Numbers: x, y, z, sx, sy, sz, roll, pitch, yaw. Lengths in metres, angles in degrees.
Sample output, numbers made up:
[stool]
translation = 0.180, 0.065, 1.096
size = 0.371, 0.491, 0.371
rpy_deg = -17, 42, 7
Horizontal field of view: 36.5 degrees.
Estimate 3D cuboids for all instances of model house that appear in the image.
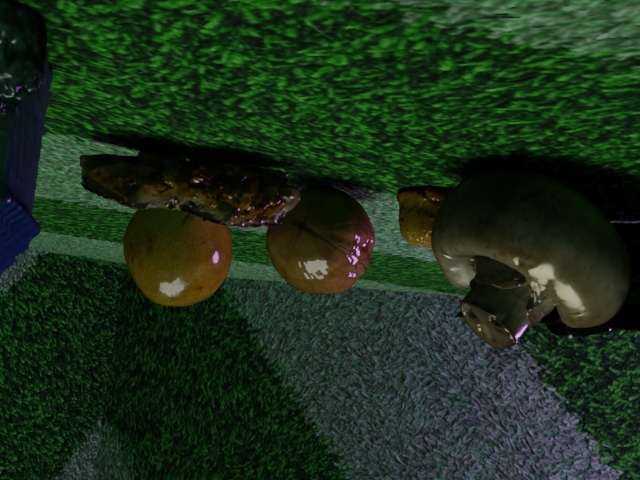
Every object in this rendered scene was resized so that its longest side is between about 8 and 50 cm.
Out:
[model house]
translation = -0.411, -0.045, 0.897
size = 0.295, 0.329, 0.252
rpy_deg = 7, 176, -9

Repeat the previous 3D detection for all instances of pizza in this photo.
[pizza]
translation = -0.177, -0.082, 1.320
size = 0.306, 0.085, 0.161
rpy_deg = 10, -166, -6

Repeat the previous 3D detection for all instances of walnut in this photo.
[walnut]
translation = 0.000, 0.000, 1.471
size = 0.165, 0.165, 0.197
rpy_deg = 4, 170, 24

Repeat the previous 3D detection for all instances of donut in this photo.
[donut]
translation = 0.202, -0.025, 1.437
size = 0.190, 0.074, 0.174
rpy_deg = 8, 172, -8

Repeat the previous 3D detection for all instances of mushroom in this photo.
[mushroom]
translation = 0.234, 0.010, 1.179
size = 0.254, 0.195, 0.189
rpy_deg = 16, 150, 48

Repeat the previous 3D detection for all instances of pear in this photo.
[pear]
translation = -0.258, 0.023, 1.775
size = 0.209, 0.208, 0.209
rpy_deg = 7, 173, 1

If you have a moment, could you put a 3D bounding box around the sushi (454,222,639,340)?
[sushi]
translation = 0.419, 0.066, 1.299
size = 0.359, 0.064, 0.343
rpy_deg = 0, -157, 40
